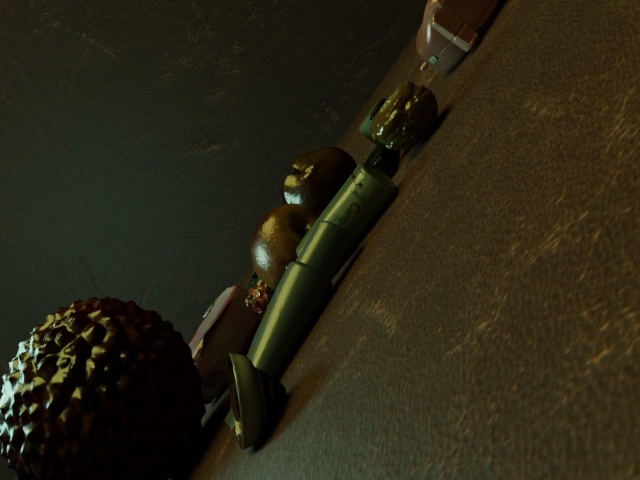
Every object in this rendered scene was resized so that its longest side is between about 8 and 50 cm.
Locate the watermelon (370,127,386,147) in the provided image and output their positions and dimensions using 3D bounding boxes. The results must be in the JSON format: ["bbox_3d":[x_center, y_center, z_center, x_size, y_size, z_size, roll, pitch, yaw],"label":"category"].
[{"bbox_3d":[0.155,-0.219,1.743,0.105,0.105,0.062,-155,56,-84],"label":"watermelon"}]

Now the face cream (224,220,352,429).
[{"bbox_3d":[-0.063,0.144,1.464,0.385,0.086,0.135,-61,7,-11],"label":"face cream"}]

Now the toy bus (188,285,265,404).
[{"bbox_3d":[-0.241,0.245,2.045,0.147,0.127,0.303,-46,10,37],"label":"toy bus"}]

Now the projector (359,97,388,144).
[{"bbox_3d":[0.155,-0.291,2.096,0.083,0.083,0.082,-56,6,-20],"label":"projector"}]

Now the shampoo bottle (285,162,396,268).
[{"bbox_3d":[0.032,-0.019,1.575,0.262,0.085,0.085,-53,7,19],"label":"shampoo bottle"}]

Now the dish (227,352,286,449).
[{"bbox_3d":[-0.089,0.231,1.252,0.141,0.078,0.141,173,90,-77],"label":"dish"}]

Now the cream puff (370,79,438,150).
[{"bbox_3d":[0.166,-0.233,1.621,0.144,0.103,0.126,-51,13,34],"label":"cream puff"}]

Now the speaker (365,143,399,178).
[{"bbox_3d":[0.127,-0.162,1.801,0.082,0.044,0.218,-52,6,22],"label":"speaker"}]

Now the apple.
[{"bbox_3d":[-0.079,0.012,1.951,0.173,0.160,0.195,119,174,-48],"label":"apple"}]

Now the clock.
[{"bbox_3d":[0.293,-0.495,1.905,0.227,0.142,0.241,-56,3,-16],"label":"clock"}]

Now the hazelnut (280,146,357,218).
[{"bbox_3d":[0.006,-0.137,2.132,0.204,0.178,0.178,-49,6,3],"label":"hazelnut"}]

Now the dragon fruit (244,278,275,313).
[{"bbox_3d":[-0.121,0.125,2.009,0.116,0.086,0.081,-50,-36,-31],"label":"dragon fruit"}]

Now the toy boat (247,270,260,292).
[{"bbox_3d":[-0.143,0.090,2.283,0.093,0.103,0.246,-8,47,48],"label":"toy boat"}]

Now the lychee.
[{"bbox_3d":[-0.448,0.359,1.751,0.424,0.424,0.500,-76,-7,-74],"label":"lychee"}]
